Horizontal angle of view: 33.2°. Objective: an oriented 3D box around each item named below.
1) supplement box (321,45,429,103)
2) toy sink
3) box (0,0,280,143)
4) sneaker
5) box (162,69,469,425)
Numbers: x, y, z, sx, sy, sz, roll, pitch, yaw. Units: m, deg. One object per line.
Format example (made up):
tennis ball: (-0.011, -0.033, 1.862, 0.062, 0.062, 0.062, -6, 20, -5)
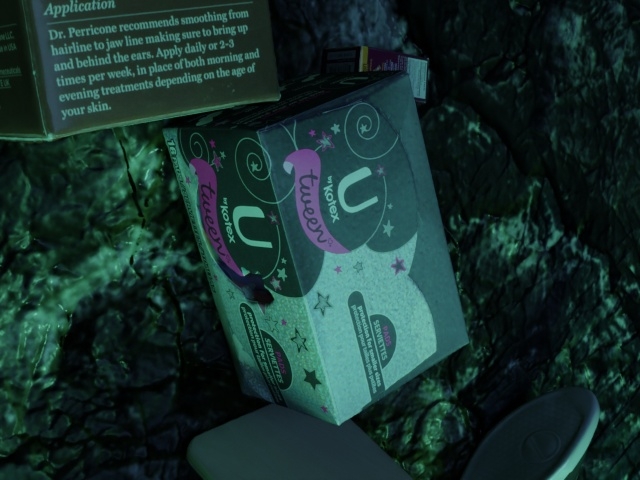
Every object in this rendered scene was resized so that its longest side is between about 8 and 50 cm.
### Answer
supplement box: (0.049, -0.148, 0.963, 0.083, 0.055, 0.043, 2, 93, -40)
toy sink: (0.000, 0.263, 0.899, 0.153, 0.234, 0.131, -17, 135, -40)
box: (-0.161, -0.269, 0.730, 0.191, 0.143, 0.381, -15, 106, -37)
sneaker: (0.213, 0.297, 1.117, 0.295, 0.105, 0.147, -52, 125, -16)
box: (0.000, 0.000, 0.883, 0.163, 0.142, 0.247, -27, 110, -34)
